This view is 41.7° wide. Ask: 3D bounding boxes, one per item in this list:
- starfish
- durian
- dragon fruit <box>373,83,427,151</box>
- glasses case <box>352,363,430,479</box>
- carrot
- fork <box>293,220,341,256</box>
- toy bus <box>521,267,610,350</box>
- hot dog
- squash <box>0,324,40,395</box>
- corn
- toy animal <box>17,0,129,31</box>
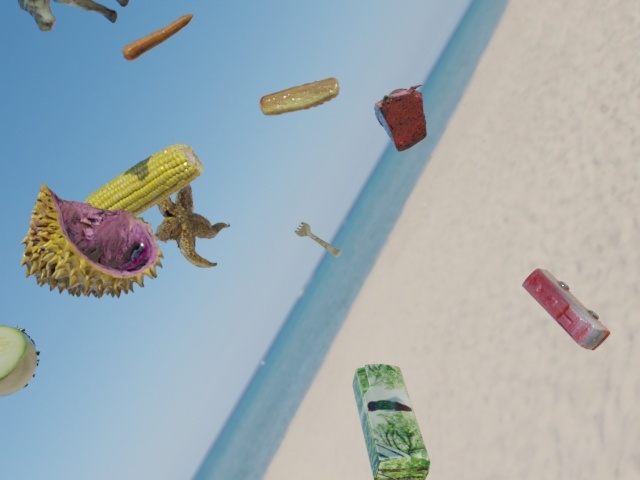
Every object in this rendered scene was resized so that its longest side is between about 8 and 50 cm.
[{"bbox_3d":[-0.291,-0.049,1.808,0.062,0.236,0.277,-16,-2,30],"label":"starfish"},{"bbox_3d":[-0.358,0.030,1.295,0.186,0.154,0.260,-26,-16,31],"label":"durian"},{"bbox_3d":[0.168,-0.275,1.784,0.096,0.102,0.147,-110,2,-49],"label":"dragon fruit"},{"bbox_3d":[0.125,0.328,1.542,0.272,0.095,0.062,-105,24,-63],"label":"glasses case"},{"bbox_3d":[-0.368,-0.466,1.925,0.190,0.037,0.037,-32,-7,-12],"label":"carrot"},{"bbox_3d":[-0.005,-0.003,1.921,0.034,0.028,0.219,-58,-34,1],"label":"fork"},{"bbox_3d":[0.494,0.138,1.706,0.077,0.192,0.065,11,-58,-49],"label":"toy bus"},{"bbox_3d":[-0.050,-0.354,2.108,0.047,0.215,0.066,35,-136,-65],"label":"hot dog"},{"bbox_3d":[-0.760,0.265,1.878,0.189,0.189,0.260,-60,-9,-10],"label":"squash"},{"bbox_3d":[-0.321,-0.093,1.494,0.248,0.081,0.081,-29,11,20],"label":"corn"},{"bbox_3d":[-0.364,-0.385,1.240,0.090,0.170,0.255,-44,36,22],"label":"toy animal"}]
